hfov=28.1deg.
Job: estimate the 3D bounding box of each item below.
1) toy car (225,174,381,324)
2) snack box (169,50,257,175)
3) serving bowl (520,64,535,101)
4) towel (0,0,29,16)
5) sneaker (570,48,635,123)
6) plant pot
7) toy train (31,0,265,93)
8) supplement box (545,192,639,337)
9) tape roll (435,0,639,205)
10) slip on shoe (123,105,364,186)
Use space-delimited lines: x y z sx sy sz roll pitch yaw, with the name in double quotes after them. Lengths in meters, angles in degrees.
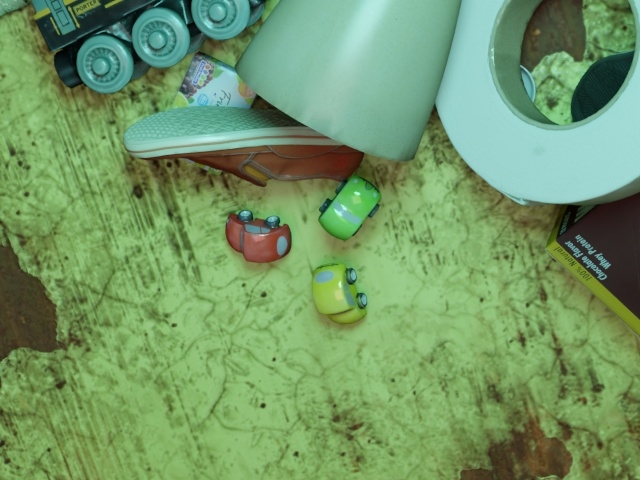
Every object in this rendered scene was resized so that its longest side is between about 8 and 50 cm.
0.000 0.000 1.737 0.239 0.053 0.225 36 128 -4 "toy car"
-0.153 -0.174 1.756 0.100 0.037 0.141 25 105 -3 "snack box"
0.245 -0.201 1.713 0.083 0.027 0.083 2 105 6 "serving bowl"
-0.474 -0.367 1.745 0.110 0.027 0.148 -25 100 12 "towel"
0.469 -0.228 1.639 0.295 0.178 0.123 -39 65 50 "sneaker"
0.068 -0.279 1.591 0.256 0.256 0.274 28 106 -2 "plant pot"
-0.220 -0.321 1.659 0.334 0.142 0.190 -22 104 17 "toy train"
0.435 -0.010 1.661 0.191 0.129 0.194 42 125 -5 "supplement box"
0.310 -0.233 1.567 0.392 0.072 0.392 0 90 40 "tape roll"
-0.095 -0.119 1.697 0.331 0.123 0.101 -1 115 -16 "slip on shoe"
